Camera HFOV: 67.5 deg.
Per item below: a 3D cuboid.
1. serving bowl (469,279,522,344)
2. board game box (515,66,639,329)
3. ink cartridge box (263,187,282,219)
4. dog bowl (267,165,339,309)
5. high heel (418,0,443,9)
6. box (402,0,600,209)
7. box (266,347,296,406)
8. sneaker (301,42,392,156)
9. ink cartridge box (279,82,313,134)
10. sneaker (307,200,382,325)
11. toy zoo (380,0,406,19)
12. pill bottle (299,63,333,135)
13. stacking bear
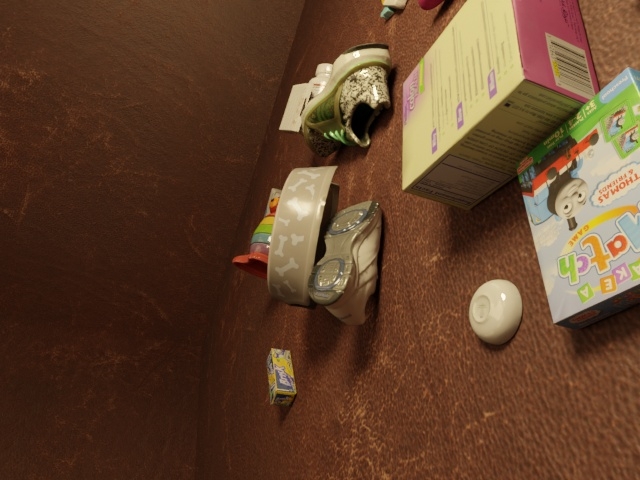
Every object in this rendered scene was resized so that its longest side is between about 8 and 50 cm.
[{"bbox_3d":[0.213,0.088,0.602,0.083,0.027,0.083,-167,90,-73],"label":"serving bowl"},{"bbox_3d":[0.280,-0.039,0.475,0.160,0.039,0.211,128,150,-51],"label":"board game box"},{"bbox_3d":[-0.151,-0.107,1.795,0.190,0.082,0.139,-134,59,-68],"label":"ink cartridge box"},{"bbox_3d":[-0.034,-0.009,1.109,0.349,0.102,0.348,11,-90,-84],"label":"dog bowl"},{"bbox_3d":[0.257,-0.489,0.864,0.244,0.082,0.117,-41,48,55],"label":"high heel"},{"bbox_3d":[0.222,-0.196,0.649,0.243,0.118,0.213,134,146,-56],"label":"box"},{"bbox_3d":[-0.110,0.376,1.325,0.168,0.059,0.054,-108,35,-60],"label":"box"},{"bbox_3d":[0.062,-0.300,1.221,0.410,0.158,0.181,129,133,-63],"label":"sneaker"},{"bbox_3d":[-0.057,-0.385,1.407,0.179,0.045,0.145,32,105,62],"label":"ink cartridge box"},{"bbox_3d":[0.065,0.037,0.953,0.111,0.129,0.297,-8,41,35],"label":"sneaker"},{"bbox_3d":[0.219,-0.706,1.200,0.192,0.030,0.293,-99,29,-52],"label":"toy zoo"},{"bbox_3d":[0.009,-0.425,1.483,0.121,0.121,0.215,-171,95,-73],"label":"pill bottle"},{"bbox_3d":[-0.145,-0.026,1.594,0.176,0.164,0.288,-13,51,52],"label":"stacking bear"}]
